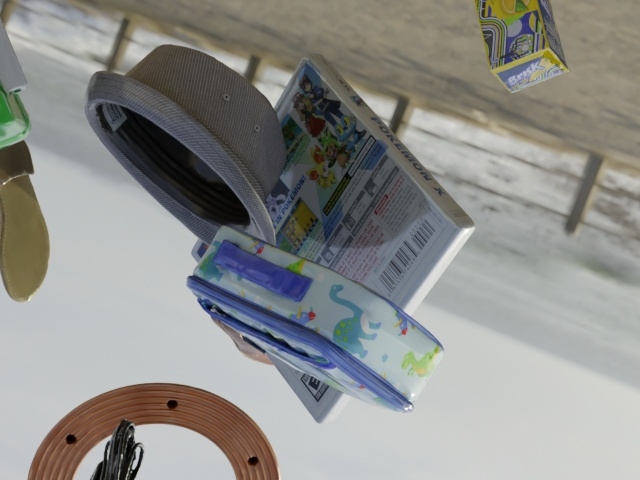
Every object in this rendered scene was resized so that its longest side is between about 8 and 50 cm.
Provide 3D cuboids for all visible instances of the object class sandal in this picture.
[{"bbox_3d":[-0.447,-0.036,1.813,0.079,0.240,0.088,10,-160,39],"label":"sandal"}]

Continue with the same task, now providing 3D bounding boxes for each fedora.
[{"bbox_3d":[-0.127,-0.113,1.407,0.275,0.124,0.244,45,159,-20],"label":"fedora"}]

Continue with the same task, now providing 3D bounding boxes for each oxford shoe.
[{"bbox_3d":[-0.089,0.155,1.974,0.076,0.076,0.212,35,177,38],"label":"oxford shoe"}]

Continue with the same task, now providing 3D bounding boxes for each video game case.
[{"bbox_3d":[0.000,0.000,1.510,0.036,0.329,0.300,-7,-131,-47],"label":"video game case"}]

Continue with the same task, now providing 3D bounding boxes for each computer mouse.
[{"bbox_3d":[-0.233,0.316,1.370,0.072,0.188,0.272,21,153,-9],"label":"computer mouse"}]

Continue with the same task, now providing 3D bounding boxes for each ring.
[{"bbox_3d":[-0.220,0.334,1.705,0.337,0.336,0.032,22,-163,-15],"label":"ring"}]

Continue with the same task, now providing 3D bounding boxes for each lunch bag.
[{"bbox_3d":[-0.010,0.070,1.171,0.219,0.090,0.176,22,166,45],"label":"lunch bag"}]

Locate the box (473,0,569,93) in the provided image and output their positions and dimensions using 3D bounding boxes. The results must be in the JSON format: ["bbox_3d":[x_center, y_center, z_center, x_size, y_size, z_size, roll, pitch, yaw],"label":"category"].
[{"bbox_3d":[0.171,-0.223,1.153,0.059,0.169,0.054,-20,153,22],"label":"box"}]

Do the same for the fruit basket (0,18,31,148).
[{"bbox_3d":[-0.426,-0.204,1.402,0.165,0.327,0.353,-23,-168,-10],"label":"fruit basket"}]
